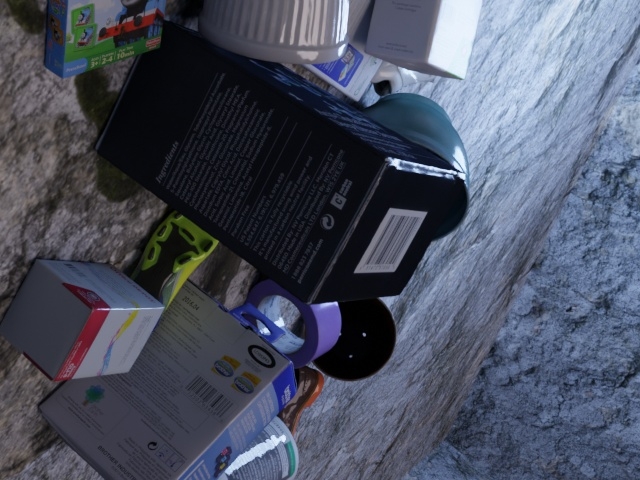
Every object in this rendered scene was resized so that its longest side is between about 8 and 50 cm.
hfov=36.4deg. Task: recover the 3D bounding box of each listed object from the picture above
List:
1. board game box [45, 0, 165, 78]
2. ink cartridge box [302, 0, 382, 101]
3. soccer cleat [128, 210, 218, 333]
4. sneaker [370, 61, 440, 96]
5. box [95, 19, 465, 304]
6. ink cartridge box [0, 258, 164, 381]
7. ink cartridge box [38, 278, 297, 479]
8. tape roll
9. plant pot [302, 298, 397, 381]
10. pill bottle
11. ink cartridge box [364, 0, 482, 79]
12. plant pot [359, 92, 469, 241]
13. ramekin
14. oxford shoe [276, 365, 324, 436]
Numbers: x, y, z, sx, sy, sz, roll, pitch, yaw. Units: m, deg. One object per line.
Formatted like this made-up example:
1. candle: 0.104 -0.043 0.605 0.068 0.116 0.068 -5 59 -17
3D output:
1. board game box: -0.247 -0.309 1.152 0.160 0.039 0.212 -31 146 -43
2. ink cartridge box: 0.023 -0.347 1.592 0.165 0.065 0.332 -58 158 6
3. soccer cleat: -0.256 0.047 1.589 0.289 0.093 0.121 -55 -172 -10
4. sneaker: 0.149 -0.326 1.857 0.232 0.090 0.115 6 123 -54
5. box: -0.049 -0.106 1.352 0.212 0.395 0.293 -62 157 13
6. ink cartridge box: -0.344 0.115 1.422 0.127 0.128 0.176 -60 156 11
7. ink cartridge box: -0.226 0.249 1.651 0.395 0.270 0.151 -45 157 -21
8. tape roll: -0.057 0.157 1.958 0.080 0.189 0.189 -24 142 -50
9. plant pot: 0.074 0.233 2.330 0.215 0.215 0.230 -52 171 -6
10. pill bottle: -0.225 0.510 2.091 0.361 0.204 0.204 -18 137 -55
11. ink cartridge box: 0.198 -0.464 1.632 0.207 0.119 0.354 0 104 -64
12. plant pot: 0.156 -0.159 1.879 0.293 0.293 0.196 95 11 -50
13. ramekin: -0.057 -0.322 1.305 0.207 0.207 0.109 -26 134 -49
14. oxford shoe: -0.104 0.419 2.376 0.098 0.097 0.271 33 87 -47
